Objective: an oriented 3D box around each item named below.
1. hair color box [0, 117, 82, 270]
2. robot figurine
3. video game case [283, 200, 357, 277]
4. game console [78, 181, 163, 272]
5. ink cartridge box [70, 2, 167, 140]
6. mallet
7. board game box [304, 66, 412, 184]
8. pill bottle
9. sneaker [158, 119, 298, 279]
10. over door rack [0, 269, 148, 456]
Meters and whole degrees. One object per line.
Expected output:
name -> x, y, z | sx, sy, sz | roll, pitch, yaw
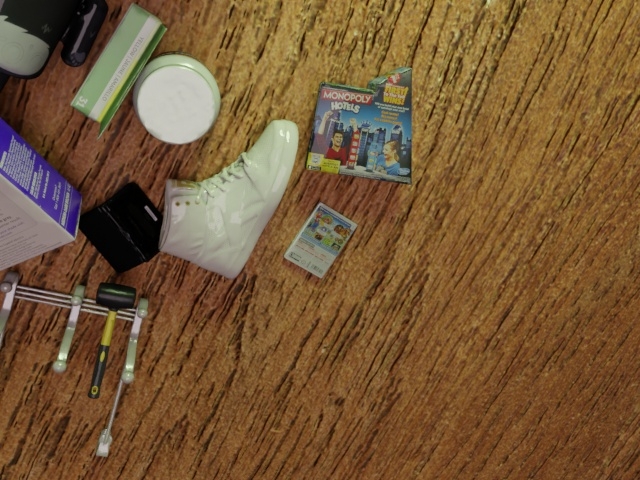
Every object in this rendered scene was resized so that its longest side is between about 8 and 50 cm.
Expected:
hair color box -> -0.512, -0.101, 0.818 | 0.185, 0.110, 0.339 | -21, 140, 10
robot figurine -> -0.425, -0.333, 0.812 | 0.173, 0.209, 0.278 | 36, 101, 13
video game case -> 0.000, 0.000, 1.112 | 0.087, 0.011, 0.122 | 31, 100, -20
game console -> -0.330, -0.021, 1.027 | 0.107, 0.071, 0.122 | -47, 117, -27
ink cartridge box -> -0.281, -0.242, 0.839 | 0.056, 0.235, 0.171 | 31, 99, -22
mallet -> -0.357, 0.159, 0.980 | 0.062, 0.039, 0.190 | 20, 87, -18
board game box -> 0.080, -0.206, 1.032 | 0.194, 0.060, 0.194 | 7, 106, -15
pill bottle -> -0.208, -0.208, 0.875 | 0.121, 0.221, 0.121 | -4, 110, -12
sneaker -> -0.162, -0.085, 0.988 | 0.169, 0.108, 0.293 | 21, 104, -26
over door rack -> -0.448, 0.232, 1.037 | 0.239, 0.108, 0.325 | 15, 105, -17
